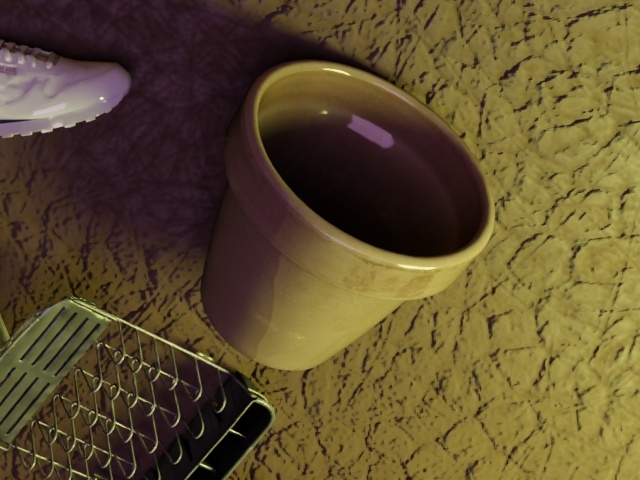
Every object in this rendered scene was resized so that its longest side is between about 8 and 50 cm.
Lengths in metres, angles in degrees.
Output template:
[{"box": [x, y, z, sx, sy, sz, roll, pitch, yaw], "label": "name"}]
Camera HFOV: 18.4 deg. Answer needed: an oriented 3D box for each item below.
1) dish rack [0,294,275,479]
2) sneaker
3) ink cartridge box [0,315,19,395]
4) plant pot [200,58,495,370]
[{"box": [-0.208, 0.175, 1.970, 0.271, 0.074, 0.208, 29, 109, -33], "label": "dish rack"}, {"box": [-0.296, -0.149, 1.854, 0.235, 0.090, 0.095, -8, 104, 0], "label": "sneaker"}, {"box": [-0.454, 0.056, 1.947, 0.239, 0.060, 0.275, -17, 113, 3], "label": "ink cartridge box"}, {"box": [0.000, 0.000, 1.858, 0.263, 0.263, 0.229, 24, 127, -12], "label": "plant pot"}]
